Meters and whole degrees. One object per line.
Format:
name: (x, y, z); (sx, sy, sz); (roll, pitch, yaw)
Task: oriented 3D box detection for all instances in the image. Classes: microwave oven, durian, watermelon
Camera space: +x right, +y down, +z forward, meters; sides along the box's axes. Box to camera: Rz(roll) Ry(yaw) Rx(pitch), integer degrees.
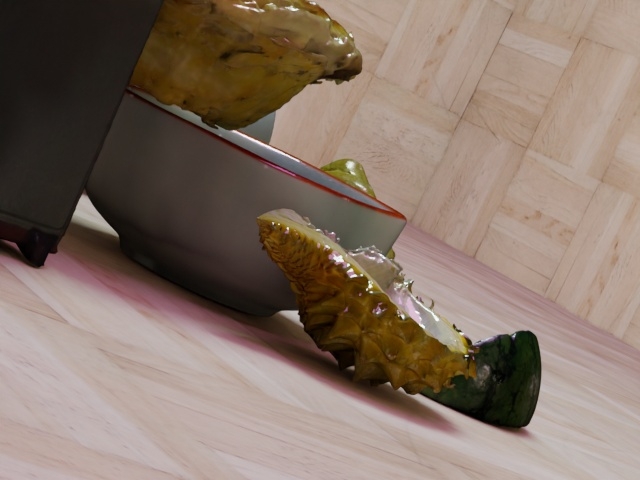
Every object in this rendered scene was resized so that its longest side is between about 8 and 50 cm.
microwave oven: (-0.223, -0.137, 1.221); (0.178, 0.247, 0.188); (25, 1, 30)
durian: (0.018, 0.049, 1.407); (0.224, 0.078, 0.140); (34, 16, -34)
watermelon: (0.136, 0.099, 1.592); (0.092, 0.075, 0.181); (23, 4, 21)

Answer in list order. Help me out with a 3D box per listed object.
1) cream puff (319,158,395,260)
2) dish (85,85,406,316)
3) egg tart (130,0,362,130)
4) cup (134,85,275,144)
cream puff: (0.000, 0.000, 1.807); (0.116, 0.146, 0.146); (-14, 9, -5)
dish: (-0.071, -0.020, 1.523); (0.256, 0.117, 0.256); (26, 4, -2)
egg tart: (-0.108, -0.159, 1.460); (0.295, 0.116, 0.295); (23, 4, -1)
cup: (-0.213, -0.138, 1.886); (0.258, 0.186, 0.234); (11, 2, 39)
